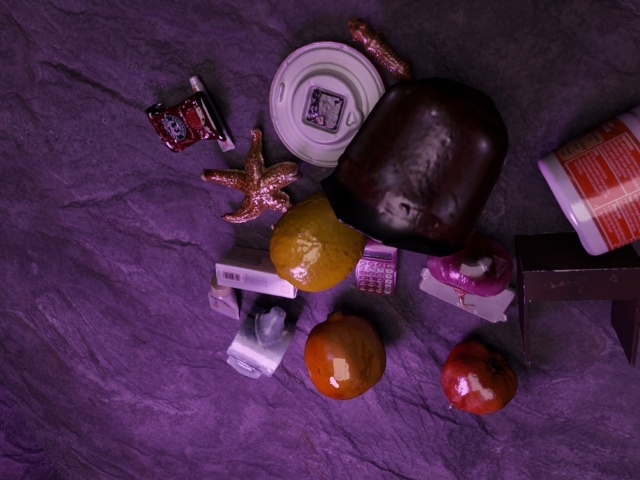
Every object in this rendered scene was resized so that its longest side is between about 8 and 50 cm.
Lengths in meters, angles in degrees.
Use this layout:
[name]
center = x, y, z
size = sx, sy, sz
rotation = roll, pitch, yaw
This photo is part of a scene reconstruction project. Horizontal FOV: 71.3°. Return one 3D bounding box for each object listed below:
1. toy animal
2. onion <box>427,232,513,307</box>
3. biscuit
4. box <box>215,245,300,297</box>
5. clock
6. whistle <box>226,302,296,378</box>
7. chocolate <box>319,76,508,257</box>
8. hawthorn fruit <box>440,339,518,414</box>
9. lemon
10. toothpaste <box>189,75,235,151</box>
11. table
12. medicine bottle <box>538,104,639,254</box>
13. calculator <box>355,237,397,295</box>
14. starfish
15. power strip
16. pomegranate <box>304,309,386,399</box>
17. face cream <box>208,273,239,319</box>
[toy animal]
center = 0.158, -0.426, 1.043
size = 0.241, 0.099, 0.057
rotation = 44, 120, -5
[onion]
center = 0.383, 0.059, 1.139
size = 0.207, 0.200, 0.201
rotation = 47, 121, 12
[biscuit]
center = -0.381, -0.335, 1.273
size = 0.235, 0.063, 0.151
rotation = -6, 119, 28
[box]
center = -0.176, 0.094, 1.384
size = 0.269, 0.135, 0.079
rotation = 9, 118, 15
[clock]
center = 0.018, -0.340, 1.142
size = 0.318, 0.080, 0.319
rotation = 7, 116, 15
[whistle]
center = -0.210, 0.347, 1.519
size = 0.168, 0.188, 0.405
rotation = 29, 153, -3
[chocolate]
center = 0.227, -0.189, 0.992
size = 0.383, 0.384, 0.332
rotation = 23, 117, 6
[hawthorn fruit]
center = 0.442, 0.423, 1.315
size = 0.207, 0.207, 0.243
rotation = 30, 124, 2
[lemon]
center = 0.000, 0.000, 1.212
size = 0.253, 0.253, 0.310
rotation = 44, 96, -6
[toothpaste]
center = -0.309, -0.358, 1.269
size = 0.052, 0.033, 0.218
rotation = -11, 115, 31
[table]
center = 0.630, 0.143, 1.116
size = 0.250, 0.196, 0.282
rotation = -5, 115, 19
[medicine bottle]
center = 0.633, -0.124, 0.946
size = 0.240, 0.252, 0.253
rotation = -29, 103, 27
[calculator]
center = 0.165, 0.077, 1.323
size = 0.126, 0.034, 0.191
rotation = 6, 122, 14
[starfish]
center = -0.193, -0.165, 1.281
size = 0.303, 0.113, 0.312
rotation = 15, 121, 10
[power strip]
center = 0.413, 0.135, 1.261
size = 0.270, 0.046, 0.118
rotation = 25, 117, 7
[pomegranate]
center = 0.077, 0.340, 1.352
size = 0.264, 0.264, 0.265
rotation = 7, 117, 15
[face cream]
center = -0.328, 0.199, 1.503
size = 0.114, 0.070, 0.224
rotation = 22, 141, 7
